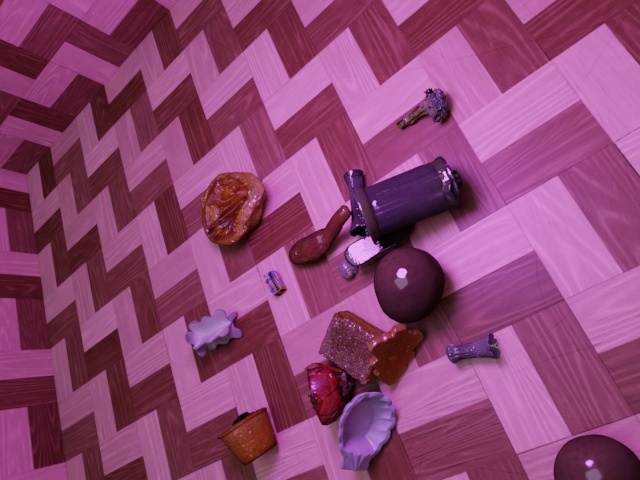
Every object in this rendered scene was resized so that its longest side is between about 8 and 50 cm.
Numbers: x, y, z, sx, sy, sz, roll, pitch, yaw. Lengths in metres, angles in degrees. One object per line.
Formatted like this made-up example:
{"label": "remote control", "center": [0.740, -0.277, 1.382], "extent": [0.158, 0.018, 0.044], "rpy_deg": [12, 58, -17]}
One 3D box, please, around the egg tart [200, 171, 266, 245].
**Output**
{"label": "egg tart", "center": [-0.378, -0.141, 2.076], "extent": [0.339, 0.153, 0.352], "rpy_deg": [30, 99, 35]}

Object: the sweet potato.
{"label": "sweet potato", "center": [0.000, 0.000, 1.801], "extent": [0.385, 0.109, 0.109], "rpy_deg": [-37, 62, 40]}

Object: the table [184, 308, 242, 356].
{"label": "table", "center": [-0.450, 0.386, 2.039], "extent": [0.198, 0.166, 0.167], "rpy_deg": [-27, 67, 20]}

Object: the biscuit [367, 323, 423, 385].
{"label": "biscuit", "center": [0.236, 0.376, 1.561], "extent": [0.041, 0.212, 0.239], "rpy_deg": [42, 133, 51]}

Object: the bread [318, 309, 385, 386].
{"label": "bread", "center": [0.128, 0.370, 1.670], "extent": [0.234, 0.110, 0.184], "rpy_deg": [28, 101, 36]}

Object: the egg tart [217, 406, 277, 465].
{"label": "egg tart", "center": [-0.272, 0.748, 1.823], "extent": [0.215, 0.215, 0.171], "rpy_deg": [-40, 73, 22]}

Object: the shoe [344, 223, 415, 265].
{"label": "shoe", "center": [0.214, 0.004, 1.684], "extent": [0.275, 0.098, 0.103], "rpy_deg": [-30, 71, 7]}

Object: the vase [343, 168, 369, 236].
{"label": "vase", "center": [0.140, -0.142, 1.756], "extent": [0.115, 0.115, 0.237], "rpy_deg": [-23, 67, 29]}

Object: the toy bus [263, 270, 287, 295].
{"label": "toy bus", "center": [-0.186, 0.172, 1.951], "extent": [0.058, 0.052, 0.102], "rpy_deg": [-41, 63, 19]}

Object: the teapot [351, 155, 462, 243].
{"label": "teapot", "center": [0.291, -0.146, 1.573], "extent": [0.337, 0.270, 0.200], "rpy_deg": [-21, 101, 6]}

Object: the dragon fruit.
{"label": "dragon fruit", "center": [0.046, 0.521, 1.663], "extent": [0.148, 0.224, 0.218], "rpy_deg": [-16, 33, 4]}

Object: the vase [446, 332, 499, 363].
{"label": "vase", "center": [0.464, 0.337, 1.464], "extent": [0.148, 0.081, 0.081], "rpy_deg": [-21, 71, 33]}

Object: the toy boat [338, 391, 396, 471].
{"label": "toy boat", "center": [0.138, 0.625, 1.593], "extent": [0.100, 0.199, 0.290], "rpy_deg": [-147, 72, -71]}

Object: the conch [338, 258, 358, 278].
{"label": "conch", "center": [0.098, 0.098, 1.769], "extent": [0.076, 0.056, 0.085], "rpy_deg": [-42, 61, 7]}

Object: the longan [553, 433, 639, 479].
{"label": "longan", "center": [0.694, 0.594, 1.193], "extent": [0.196, 0.196, 0.220], "rpy_deg": [23, 103, 35]}

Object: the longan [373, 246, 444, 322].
{"label": "longan", "center": [0.280, 0.145, 1.542], "extent": [0.248, 0.248, 0.248], "rpy_deg": [-7, 78, 33]}

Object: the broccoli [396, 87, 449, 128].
{"label": "broccoli", "center": [0.355, -0.452, 1.672], "extent": [0.204, 0.118, 0.122], "rpy_deg": [-23, 80, 46]}
